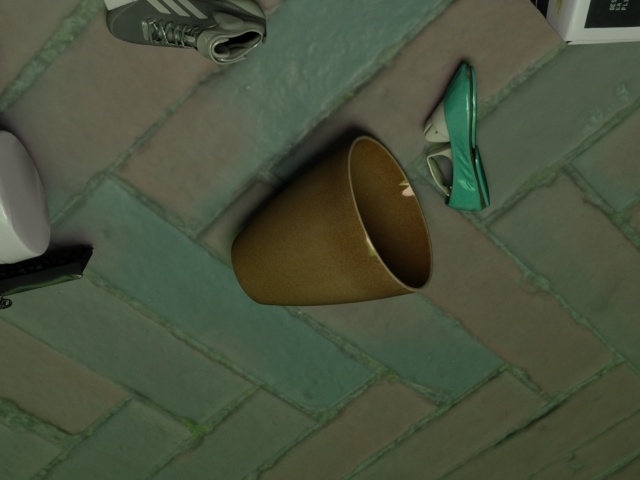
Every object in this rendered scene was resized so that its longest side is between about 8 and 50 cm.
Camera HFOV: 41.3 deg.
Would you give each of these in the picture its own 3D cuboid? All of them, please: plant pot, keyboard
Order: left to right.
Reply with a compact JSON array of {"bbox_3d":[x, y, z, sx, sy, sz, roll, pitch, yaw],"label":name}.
[{"bbox_3d":[-0.499,0.071,1.232,0.317,0.201,0.033,-14,109,-1],"label":"keyboard"},{"bbox_3d":[0.000,0.000,1.264,0.254,0.237,0.237,-21,130,26],"label":"plant pot"}]

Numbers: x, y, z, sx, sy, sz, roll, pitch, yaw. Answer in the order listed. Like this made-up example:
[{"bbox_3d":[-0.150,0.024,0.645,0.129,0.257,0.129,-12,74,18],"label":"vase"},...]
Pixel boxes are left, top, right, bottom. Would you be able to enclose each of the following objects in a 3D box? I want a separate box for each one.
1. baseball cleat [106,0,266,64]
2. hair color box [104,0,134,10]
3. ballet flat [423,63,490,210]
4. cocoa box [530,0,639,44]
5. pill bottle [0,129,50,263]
[{"bbox_3d":[-0.171,-0.270,1.076,0.205,0.109,0.072,-6,133,-3],"label":"baseball cleat"},{"bbox_3d":[-0.202,-0.359,1.038,0.167,0.053,0.093,-19,129,3],"label":"hair color box"},{"bbox_3d":[0.198,-0.142,1.262,0.087,0.083,0.247,-6,128,12],"label":"ballet flat"},{"bbox_3d":[0.378,-0.433,0.970,0.231,0.228,0.347,-3,128,-8],"label":"cocoa box"},{"bbox_3d":[-0.589,-0.014,1.125,0.407,0.229,0.229,-14,128,1],"label":"pill bottle"}]
